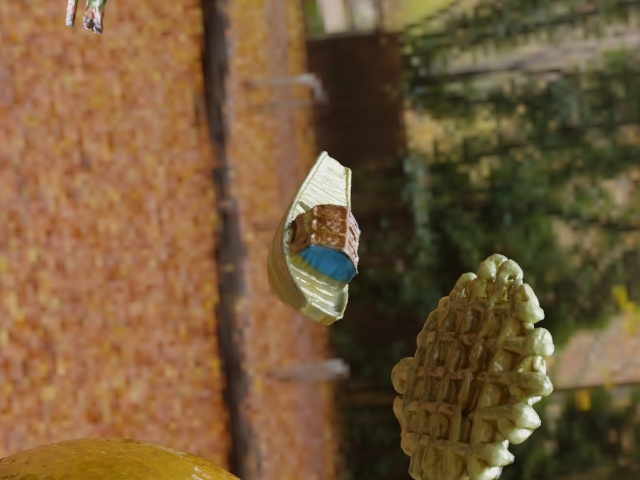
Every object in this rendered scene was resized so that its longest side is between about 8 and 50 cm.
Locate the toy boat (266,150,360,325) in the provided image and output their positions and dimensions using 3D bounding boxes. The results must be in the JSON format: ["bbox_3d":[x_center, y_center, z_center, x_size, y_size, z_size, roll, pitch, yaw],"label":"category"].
[{"bbox_3d":[0.000,0.000,1.451,0.065,0.066,0.172,33,34,-22],"label":"toy boat"}]

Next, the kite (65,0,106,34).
[{"bbox_3d":[-0.110,-0.230,1.070,0.006,0.198,0.244,149,-54,-67],"label":"kite"}]

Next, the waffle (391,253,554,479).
[{"bbox_3d":[0.112,0.104,1.426,0.169,0.036,0.183,-55,-149,26],"label":"waffle"}]

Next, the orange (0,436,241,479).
[{"bbox_3d":[-0.109,0.236,0.980,0.274,0.274,0.274,-6,90,-87],"label":"orange"}]
